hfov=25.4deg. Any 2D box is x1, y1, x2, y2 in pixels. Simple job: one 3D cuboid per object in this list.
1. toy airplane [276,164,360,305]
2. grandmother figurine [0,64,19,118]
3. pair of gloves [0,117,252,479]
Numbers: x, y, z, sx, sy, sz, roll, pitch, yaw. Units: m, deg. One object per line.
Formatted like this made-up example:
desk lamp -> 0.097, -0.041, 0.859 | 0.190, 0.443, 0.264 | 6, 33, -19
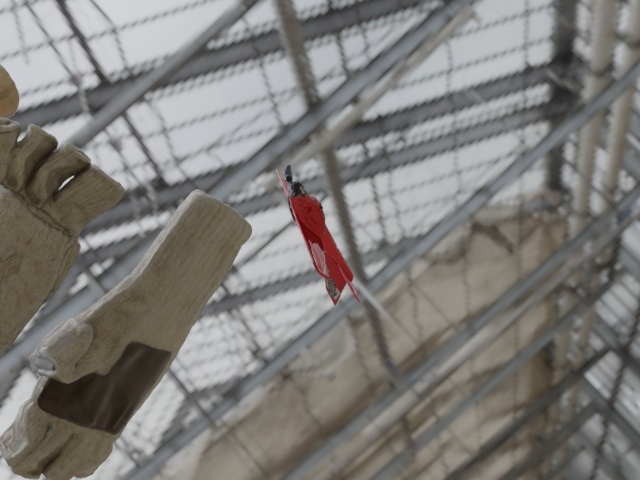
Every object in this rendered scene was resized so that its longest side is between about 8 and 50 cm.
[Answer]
toy airplane -> 0.000, 0.000, 1.225 | 0.028, 0.151, 0.151 | -24, -21, 1
grandmother figurine -> -0.346, -0.015, 0.915 | 0.342, 0.104, 0.208 | -43, -7, -35
pair of gloves -> -0.152, 0.044, 0.807 | 0.204, 0.042, 0.240 | -59, -30, 6
